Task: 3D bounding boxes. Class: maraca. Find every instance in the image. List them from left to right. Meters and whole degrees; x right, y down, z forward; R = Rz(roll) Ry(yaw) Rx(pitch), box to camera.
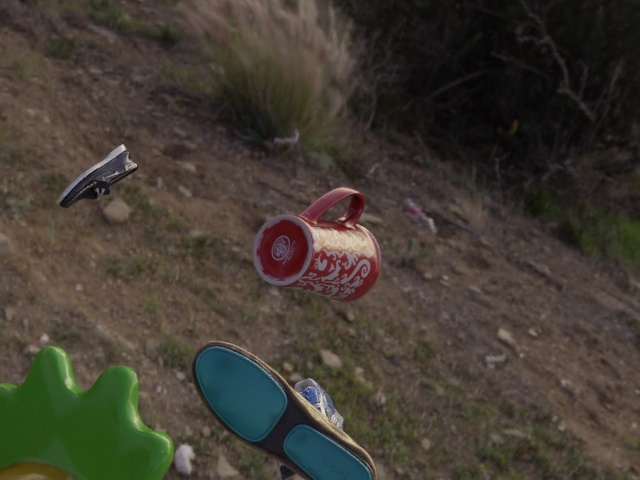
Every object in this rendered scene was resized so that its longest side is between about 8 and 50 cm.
[{"bbox_3d":[-0.114,0.139,0.358,0.127,0.186,0.099,9,-5,28],"label":"maraca"}]

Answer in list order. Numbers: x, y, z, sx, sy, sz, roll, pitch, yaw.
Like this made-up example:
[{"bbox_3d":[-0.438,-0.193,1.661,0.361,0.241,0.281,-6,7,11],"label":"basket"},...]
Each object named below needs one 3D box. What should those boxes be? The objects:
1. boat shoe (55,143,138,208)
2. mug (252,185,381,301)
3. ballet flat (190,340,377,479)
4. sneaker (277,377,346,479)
[{"bbox_3d":[-0.264,-0.070,1.042,0.038,0.046,0.125,50,39,-11],"label":"boat shoe"},{"bbox_3d":[-0.008,0.003,1.165,0.169,0.113,0.150,11,73,-59],"label":"mug"},{"bbox_3d":[-0.041,0.190,0.909,0.232,0.080,0.073,42,0,-1],"label":"ballet flat"},{"bbox_3d":[-0.024,0.238,1.108,0.081,0.080,0.211,64,7,-2],"label":"sneaker"}]
